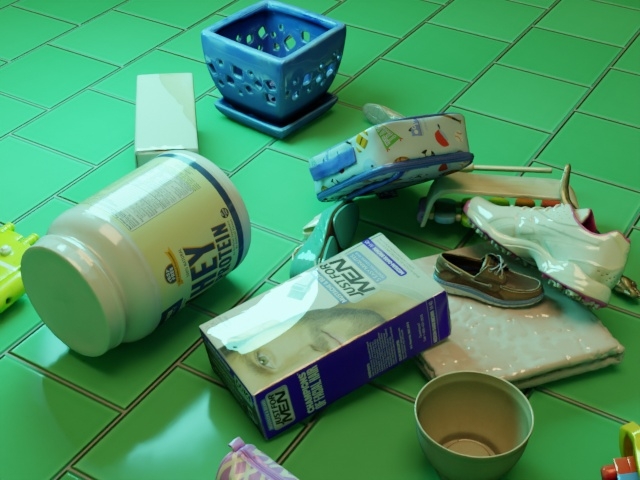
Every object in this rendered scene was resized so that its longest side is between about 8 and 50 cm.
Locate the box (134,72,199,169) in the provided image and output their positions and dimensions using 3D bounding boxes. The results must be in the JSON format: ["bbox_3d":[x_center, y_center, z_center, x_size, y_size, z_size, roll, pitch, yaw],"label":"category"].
[{"bbox_3d":[-0.305,-0.201,2.006,0.121,0.148,0.311,-4,38,-7],"label":"box"}]

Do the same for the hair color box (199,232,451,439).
[{"bbox_3d":[0.009,0.137,1.535,0.338,0.110,0.185,-28,42,-18],"label":"hair color box"}]

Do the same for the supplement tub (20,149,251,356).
[{"bbox_3d":[-0.295,0.018,1.629,0.235,0.236,0.325,24,43,28],"label":"supplement tub"}]

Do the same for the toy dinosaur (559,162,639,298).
[{"bbox_3d":[0.450,-0.003,1.728,0.118,0.064,0.268,-14,74,-40],"label":"toy dinosaur"}]

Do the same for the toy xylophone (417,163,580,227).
[{"bbox_3d":[0.347,-0.077,1.887,0.322,0.081,0.236,8,22,14],"label":"toy xylophone"}]

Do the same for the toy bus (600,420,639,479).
[{"bbox_3d":[0.466,0.305,1.348,0.211,0.150,0.220,-9,32,14],"label":"toy bus"}]

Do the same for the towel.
[{"bbox_3d":[0.276,0.125,1.646,0.316,0.053,0.332,-13,38,-16],"label":"towel"}]

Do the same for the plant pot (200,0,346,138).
[{"bbox_3d":[-0.097,-0.366,2.172,0.235,0.212,0.236,24,42,30],"label":"plant pot"}]

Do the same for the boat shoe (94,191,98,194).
[{"bbox_3d":[-0.368,-0.058,1.890,0.152,0.056,0.049,2,40,19],"label":"boat shoe"}]

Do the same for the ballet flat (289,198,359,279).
[{"bbox_3d":[0.000,0.000,1.792,0.087,0.083,0.247,-2,32,21],"label":"ballet flat"}]

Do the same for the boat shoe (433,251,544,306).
[{"bbox_3d":[0.274,0.060,1.634,0.183,0.066,0.066,7,36,12],"label":"boat shoe"}]

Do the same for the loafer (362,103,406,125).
[{"bbox_3d":[0.151,-0.265,2.188,0.125,0.045,0.039,28,27,22],"label":"loafer"}]

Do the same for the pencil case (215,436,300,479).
[{"bbox_3d":[-0.046,0.346,1.312,0.206,0.088,0.086,25,41,31],"label":"pencil case"}]

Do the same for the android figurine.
[{"bbox_3d":[-0.608,0.055,1.731,0.248,0.056,0.273,22,43,27],"label":"android figurine"}]

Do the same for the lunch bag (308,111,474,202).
[{"bbox_3d":[0.117,-0.145,1.845,0.243,0.115,0.303,-13,-4,-27],"label":"lunch bag"}]

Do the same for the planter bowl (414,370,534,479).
[{"bbox_3d":[0.207,0.275,1.392,0.162,0.109,0.162,1,37,-1],"label":"planter bowl"}]

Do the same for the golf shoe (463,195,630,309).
[{"bbox_3d":[0.374,-0.011,1.656,0.306,0.140,0.115,36,8,35],"label":"golf shoe"}]
